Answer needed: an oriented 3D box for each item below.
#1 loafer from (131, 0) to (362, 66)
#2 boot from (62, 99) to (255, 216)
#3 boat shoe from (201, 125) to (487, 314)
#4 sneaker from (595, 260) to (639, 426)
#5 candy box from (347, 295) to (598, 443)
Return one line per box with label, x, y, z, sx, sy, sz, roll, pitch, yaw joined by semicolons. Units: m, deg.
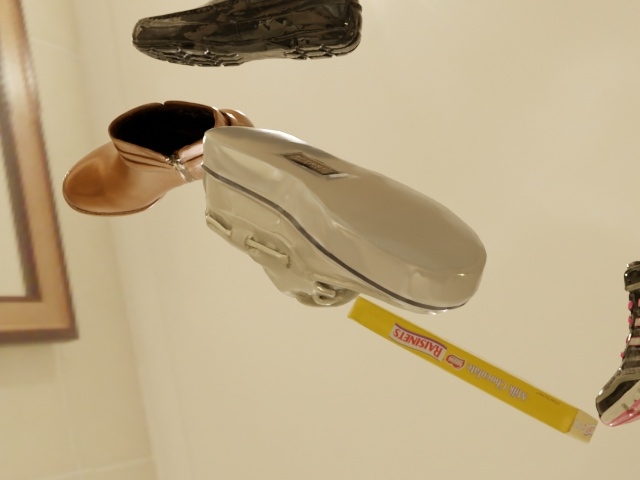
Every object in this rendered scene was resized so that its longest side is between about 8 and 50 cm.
loafer;-0.070;-0.211;1.002;0.223;0.076;0.078;-3;-96;9
boot;-0.216;-0.099;1.274;0.283;0.220;0.109;-7;-94;10
boat shoe;0.000;0.000;0.689;0.267;0.096;0.088;29;-62;44
sneaker;0.234;0.051;0.720;0.075;0.063;0.170;46;-60;34
candy box;0.127;0.108;0.877;0.206;0.105;0.027;27;-90;26
